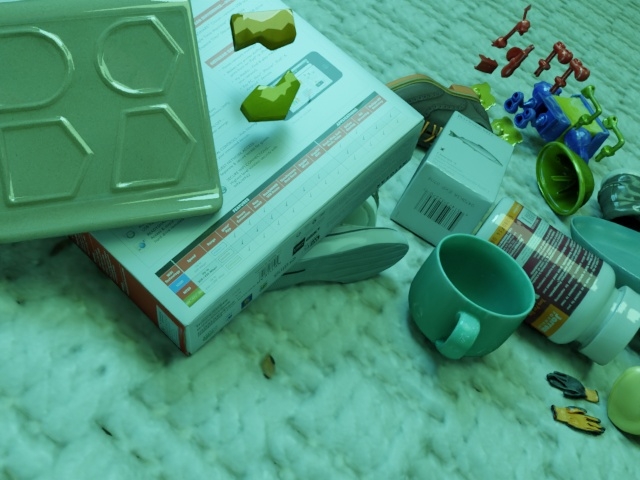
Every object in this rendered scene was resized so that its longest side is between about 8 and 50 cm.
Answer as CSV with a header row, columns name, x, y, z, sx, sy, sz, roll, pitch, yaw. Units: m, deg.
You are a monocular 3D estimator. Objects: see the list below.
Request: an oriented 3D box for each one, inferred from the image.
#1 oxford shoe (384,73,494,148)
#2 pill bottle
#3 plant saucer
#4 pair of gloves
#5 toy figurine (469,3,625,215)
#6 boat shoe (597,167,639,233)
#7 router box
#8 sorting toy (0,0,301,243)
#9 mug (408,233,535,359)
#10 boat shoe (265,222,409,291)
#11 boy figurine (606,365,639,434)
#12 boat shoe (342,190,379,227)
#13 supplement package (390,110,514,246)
name,x,y,z,sx,sy,sz,roll,pitch,yaw
oxford shoe,0.169,-0.184,1.293,0.271,0.097,0.098,-7,56,-40
pill bottle,0.289,0.053,1.071,0.221,0.121,0.121,36,37,8
plant saucer,0.494,0.059,1.212,0.317,0.043,0.317,21,19,-8
pair of gloves,0.304,0.192,1.012,0.074,0.010,0.083,22,36,-12
toy figurine,0.434,-0.202,1.428,0.217,0.191,0.362,8,43,-35
boat shoe,0.606,-0.010,1.392,0.335,0.112,0.095,21,54,-4
router box,-0.114,-0.103,0.881,0.301,0.082,0.335,43,67,15
sorting toy,-0.165,-0.126,0.800,0.307,0.041,0.229,-9,82,-13
mug,0.158,0.073,0.978,0.158,0.097,0.129,-13,55,-42
boat shoe,0.000,0.000,0.961,0.226,0.083,0.076,-5,56,-37
boy figurine,0.480,0.223,1.032,0.285,0.092,0.177,16,37,-17
boat shoe,-0.062,-0.106,1.031,0.305,0.109,0.091,32,35,-9
supplement package,0.184,-0.082,1.170,0.105,0.105,0.179,31,36,2
